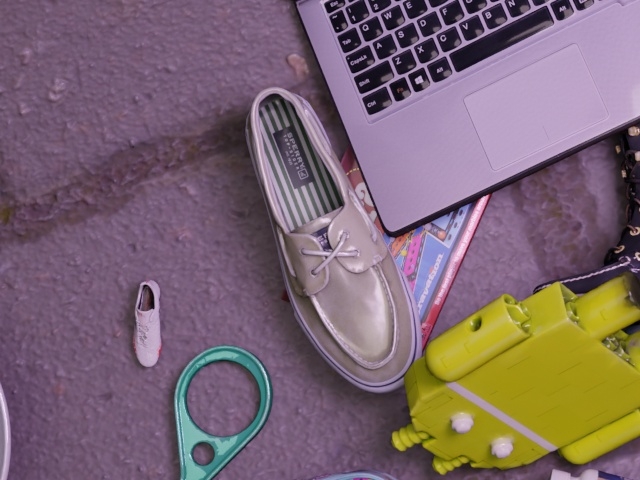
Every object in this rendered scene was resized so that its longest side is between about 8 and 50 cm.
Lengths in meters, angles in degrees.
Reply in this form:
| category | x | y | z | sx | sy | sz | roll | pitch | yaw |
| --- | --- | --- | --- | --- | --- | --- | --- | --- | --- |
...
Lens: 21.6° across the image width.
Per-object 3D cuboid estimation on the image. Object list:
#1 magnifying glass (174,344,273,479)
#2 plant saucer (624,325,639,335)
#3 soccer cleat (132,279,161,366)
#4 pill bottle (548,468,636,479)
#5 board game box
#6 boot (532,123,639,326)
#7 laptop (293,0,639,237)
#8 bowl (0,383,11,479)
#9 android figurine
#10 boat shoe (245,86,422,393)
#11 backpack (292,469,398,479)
| category | x | y | z | sx | sy | sz | roll | pitch | yaw |
| --- | --- | --- | --- | --- | --- | --- | --- | --- | --- |
| magnifying glass | -0.114 | 0.210 | 1.581 | 0.092 | 0.026 | 0.231 | 19 | 87 | 7 |
| plant saucer | 0.343 | 0.086 | 1.553 | 0.119 | 0.021 | 0.119 | 0 | 85 | 5 |
| soccer cleat | -0.166 | 0.078 | 1.592 | 0.029 | 0.035 | 0.083 | 2 | 84 | 5 |
| pill bottle | 0.263 | 0.246 | 1.521 | 0.120 | 0.067 | 0.067 | 14 | 86 | 6 |
| board game box | 0.084 | -0.044 | 1.587 | 0.145 | 0.027 | 0.281 | 23 | 87 | 8 |
| boot | 0.283 | -0.018 | 1.514 | 0.236 | 0.085 | 0.179 | -9 | 73 | -15 |
| laptop | 0.121 | -0.277 | 1.456 | 0.382 | 0.236 | 0.408 | -26 | 73 | 16 |
| bowl | -0.416 | 0.192 | 1.555 | 0.297 | 0.134 | 0.298 | -1 | 84 | 5 |
| android figurine | 0.188 | 0.127 | 1.470 | 0.273 | 0.248 | 0.056 | -32 | 46 | 24 |
| boat shoe | 0.000 | 0.000 | 1.528 | 0.109 | 0.094 | 0.302 | -27 | 79 | 5 |
| backpack | 0.010 | 0.292 | 1.504 | 0.188 | 0.144 | 0.166 | -21 | 77 | 0 |
